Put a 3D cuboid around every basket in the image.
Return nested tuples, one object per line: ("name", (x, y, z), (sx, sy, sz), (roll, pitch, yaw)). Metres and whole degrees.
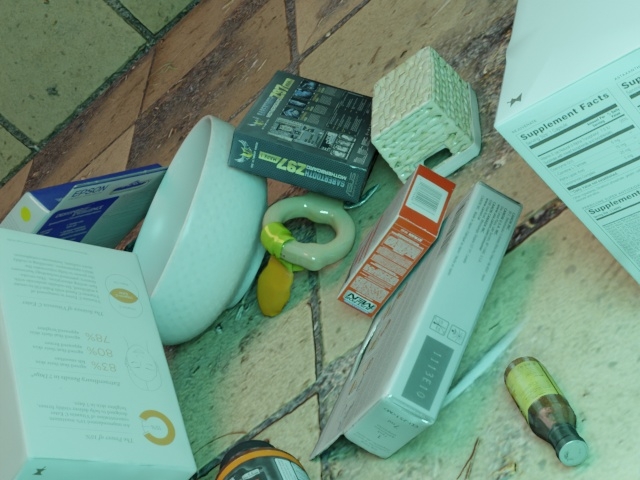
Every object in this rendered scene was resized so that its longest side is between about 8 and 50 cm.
("basket", (0.134, -0.161, 1.470), (0.113, 0.103, 0.167), (-34, 27, 25))

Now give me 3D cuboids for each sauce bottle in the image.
("sauce bottle", (0.195, 0.148, 0.974), (0.042, 0.042, 0.128), (-42, 23, 11))

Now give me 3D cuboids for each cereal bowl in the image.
("cereal bowl", (-0.167, 0.001, 1.620), (0.339, 0.141, 0.339), (-54, 21, 33))

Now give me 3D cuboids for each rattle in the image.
("rattle", (0.000, 0.000, 1.536), (0.130, 0.143, 0.200), (8, 35, 24))

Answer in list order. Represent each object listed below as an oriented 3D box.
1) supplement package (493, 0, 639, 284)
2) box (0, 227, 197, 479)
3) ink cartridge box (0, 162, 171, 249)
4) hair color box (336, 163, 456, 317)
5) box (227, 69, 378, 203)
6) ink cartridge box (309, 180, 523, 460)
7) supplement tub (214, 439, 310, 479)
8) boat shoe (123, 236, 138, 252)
("supplement package", (0.306, -0.110, 0.912), (0.198, 0.262, 0.199), (-27, 31, 38))
("box", (-0.319, 0.176, 1.385), (0.168, 0.215, 0.345), (-51, 44, 31))
("ink cartridge box", (-0.378, -0.041, 1.785), (0.307, 0.072, 0.303), (-44, -13, 31))
("hair color box", (0.085, 0.003, 1.273), (0.167, 0.053, 0.093), (-54, 8, 47))
("box", (-0.008, -0.147, 1.546), (0.233, 0.183, 0.059), (-67, -7, -59))
("ink cartridge box", (0.098, 0.102, 1.189), (0.275, 0.060, 0.239), (-62, 3, -31))
("supplement tub", (-0.049, 0.273, 1.107), (0.106, 0.106, 0.198), (-46, 24, 2))
("boat shoe", (-0.224, -0.038, 1.887), (0.258, 0.089, 0.109), (-47, 24, 1))
